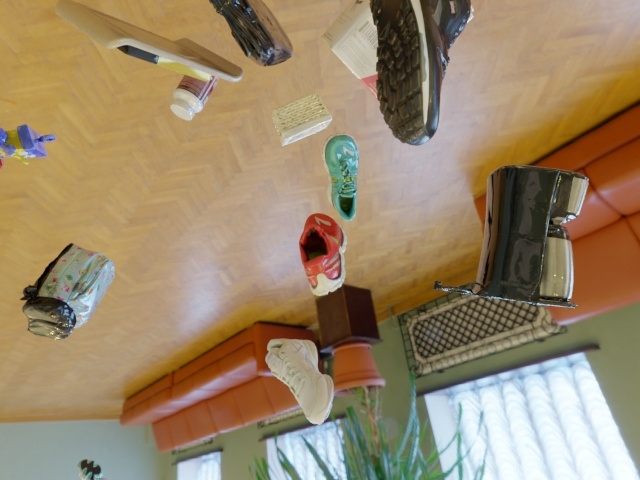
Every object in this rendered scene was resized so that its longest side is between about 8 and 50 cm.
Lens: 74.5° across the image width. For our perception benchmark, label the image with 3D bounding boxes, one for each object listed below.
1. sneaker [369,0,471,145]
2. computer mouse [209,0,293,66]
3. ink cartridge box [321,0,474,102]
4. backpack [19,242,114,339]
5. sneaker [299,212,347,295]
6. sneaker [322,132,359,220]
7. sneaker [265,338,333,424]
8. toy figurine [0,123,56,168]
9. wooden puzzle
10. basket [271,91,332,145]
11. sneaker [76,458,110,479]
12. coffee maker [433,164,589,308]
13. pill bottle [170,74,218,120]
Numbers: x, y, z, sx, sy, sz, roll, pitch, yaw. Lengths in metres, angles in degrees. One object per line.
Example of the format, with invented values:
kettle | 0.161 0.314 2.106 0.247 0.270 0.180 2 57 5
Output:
sneaker | 0.139 -0.261 0.520 0.124 0.283 0.107 -4 177 -18
computer mouse | -0.124 -0.357 0.702 0.072 0.188 0.272 -31 -173 18
ink cartridge box | 0.134 -0.381 0.747 0.218 0.092 0.159 -42 127 18
backpack | -0.510 0.099 0.863 0.115 0.181 0.152 25 136 -14
sneaker | 0.000 0.000 0.974 0.107 0.279 0.118 -22 123 8
sneaker | 0.072 -0.176 1.194 0.107 0.110 0.275 -13 133 -4
sneaker | -0.063 0.350 1.069 0.152 0.305 0.114 18 100 -22
toy figurine | -0.796 -0.276 1.052 0.218 0.191 0.362 -9 180 -18
wooden puzzle | -0.286 -0.330 0.718 0.239 0.221 0.044 -8 128 -50
basket | -0.064 -0.383 1.325 0.167 0.103 0.113 -26 -174 -8
sneaker | -0.425 0.457 0.777 0.069 0.098 0.038 -43 179 15
coffee maker | 0.261 -0.008 0.567 0.171 0.178 0.120 8 176 -14
pill bottle | -0.357 -0.419 1.184 0.086 0.151 0.086 21 162 7
